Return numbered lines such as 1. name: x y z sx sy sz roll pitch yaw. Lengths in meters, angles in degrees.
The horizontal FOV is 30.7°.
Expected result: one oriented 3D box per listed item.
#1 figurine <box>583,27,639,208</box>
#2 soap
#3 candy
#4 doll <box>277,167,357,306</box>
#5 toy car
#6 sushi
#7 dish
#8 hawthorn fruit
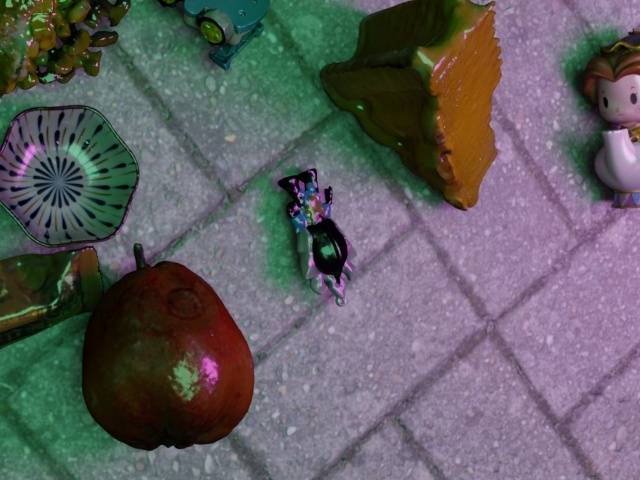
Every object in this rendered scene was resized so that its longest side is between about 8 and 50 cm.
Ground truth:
1. figurine: 0.472 -0.184 1.732 0.189 0.142 0.264 -13 98 -52
2. soap: 0.187 -0.167 1.513 0.304 0.338 0.169 39 82 -18
3. candy: -0.393 0.079 1.424 0.271 0.143 0.101 -15 60 -21
4. doll: 0.000 0.000 1.597 0.096 0.070 0.195 -24 98 -35
5. toy car: -0.150 -0.308 1.519 0.161 0.098 0.126 30 53 7
6. sushi: -0.331 -0.313 1.408 0.179 0.167 0.297 21 79 1
7. dish: -0.326 -0.076 1.459 0.190 0.066 0.191 5 79 -28
8. hawthorn fruit: -0.196 0.132 1.459 0.224 0.224 0.261 -7 81 -21
